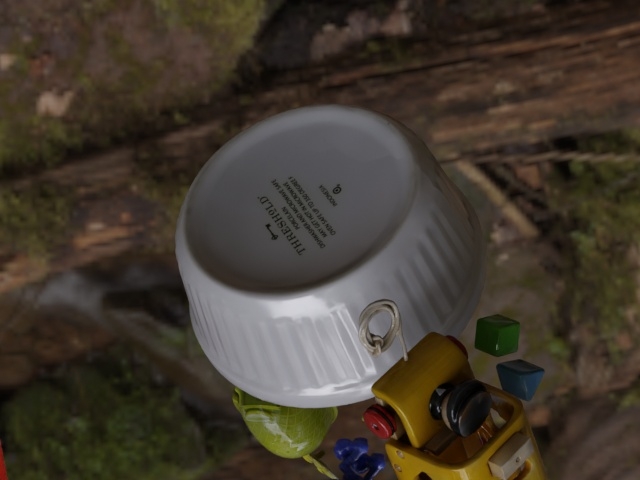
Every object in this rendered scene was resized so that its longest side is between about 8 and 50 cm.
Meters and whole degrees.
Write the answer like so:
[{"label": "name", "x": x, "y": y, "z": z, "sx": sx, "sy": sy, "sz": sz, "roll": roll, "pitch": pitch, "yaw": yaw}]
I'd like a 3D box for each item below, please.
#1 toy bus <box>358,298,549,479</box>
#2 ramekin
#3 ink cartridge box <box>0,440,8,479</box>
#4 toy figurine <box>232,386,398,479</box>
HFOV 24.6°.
[{"label": "toy bus", "x": 0.114, "y": 0.156, "z": 1.133, "sx": 0.202, "sy": 0.191, "sz": 0.104, "roll": 10, "pitch": -174, "yaw": -44}, {"label": "ramekin", "x": 0.000, "y": 0.000, "z": 1.271, "sx": 0.273, "sy": 0.273, "sz": 0.127, "roll": -12, "pitch": 139, "yaw": 11}, {"label": "ink cartridge box", "x": -0.260, "y": 0.235, "z": 1.016, "sx": 0.145, "sy": 0.179, "sz": 0.045, "roll": -18, "pitch": -162, "yaw": -35}, {"label": "toy figurine", "x": 0.043, "y": 0.298, "z": 1.500, "sx": 0.191, "sy": 0.217, "sz": 0.362, "roll": -6, "pitch": 147, "yaw": 26}]
